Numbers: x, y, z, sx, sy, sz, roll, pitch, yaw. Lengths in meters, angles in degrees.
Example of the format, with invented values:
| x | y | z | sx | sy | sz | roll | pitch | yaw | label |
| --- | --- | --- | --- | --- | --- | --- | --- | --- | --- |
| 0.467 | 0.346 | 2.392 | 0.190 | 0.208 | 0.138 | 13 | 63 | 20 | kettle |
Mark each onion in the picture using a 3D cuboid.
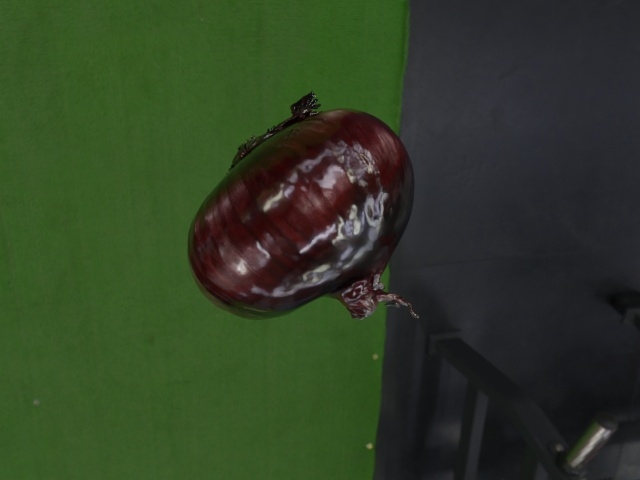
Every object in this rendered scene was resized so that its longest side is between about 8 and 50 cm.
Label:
| x | y | z | sx | sy | sz | roll | pitch | yaw | label |
| --- | --- | --- | --- | --- | --- | --- | --- | --- | --- |
| 0.000 | 0.000 | 0.699 | 0.273 | 0.273 | 0.285 | -38 | 89 | 2 | onion |
